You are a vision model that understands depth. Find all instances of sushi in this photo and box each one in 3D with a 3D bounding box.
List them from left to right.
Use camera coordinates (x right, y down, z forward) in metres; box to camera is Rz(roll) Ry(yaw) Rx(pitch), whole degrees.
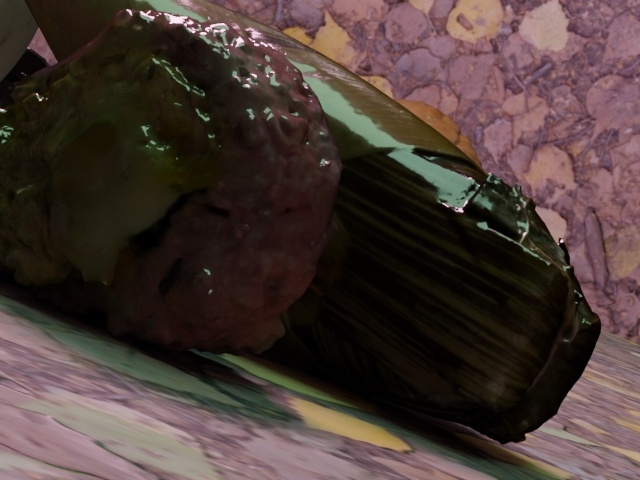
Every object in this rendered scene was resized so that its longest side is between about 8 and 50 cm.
[{"bbox_3d":[-0.103,-0.043,1.000,0.241,0.161,0.107,23,5,33],"label":"sushi"}]

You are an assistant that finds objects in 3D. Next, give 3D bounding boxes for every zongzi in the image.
[{"bbox_3d":[-0.021,-0.039,1.067,0.317,0.154,0.289,40,-8,-37],"label":"zongzi"}]

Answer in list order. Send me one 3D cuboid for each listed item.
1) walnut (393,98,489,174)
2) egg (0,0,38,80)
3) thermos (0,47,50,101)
[{"bbox_3d":[0.078,-0.041,1.947,0.213,0.213,0.213,20,3,-1],"label":"walnut"},{"bbox_3d":[-0.323,-0.200,1.289,0.276,0.276,0.389,18,2,-39],"label":"egg"},{"bbox_3d":[-0.350,-0.160,1.950,0.136,0.109,0.330,36,-3,-21],"label":"thermos"}]
